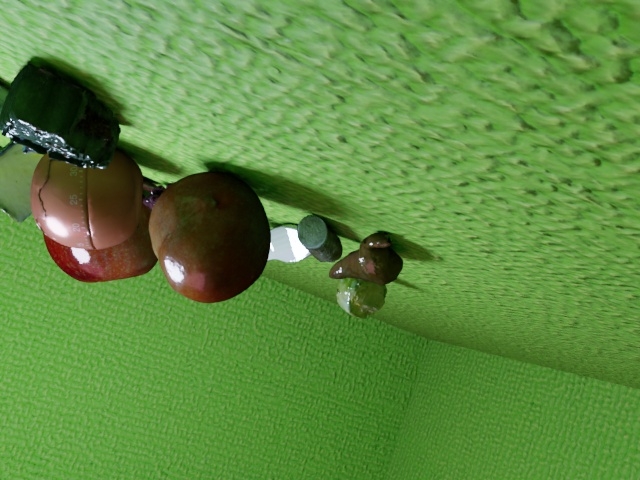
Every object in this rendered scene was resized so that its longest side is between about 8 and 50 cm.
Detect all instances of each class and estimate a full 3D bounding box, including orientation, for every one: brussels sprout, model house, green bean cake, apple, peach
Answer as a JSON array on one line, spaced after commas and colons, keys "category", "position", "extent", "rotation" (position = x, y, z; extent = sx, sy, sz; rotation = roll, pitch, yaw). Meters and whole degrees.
[{"category": "brussels sprout", "position": [0.109, 0.142, 1.862], "extent": [0.122, 0.149, 0.151], "rotation": [33, 147, 55]}, {"category": "model house", "position": [-0.799, -0.188, 1.666], "extent": [0.211, 0.194, 0.170], "rotation": [27, 166, 46]}, {"category": "green bean cake", "position": [-0.402, -0.187, 1.033], "extent": [0.193, 0.107, 0.208], "rotation": [26, 168, -30]}, {"category": "apple", "position": [-0.641, -0.014, 1.927], "extent": [0.349, 0.277, 0.348], "rotation": [-10, -179, 0]}, {"category": "peach", "position": [-0.209, -0.012, 1.245], "extent": [0.252, 0.252, 0.252], "rotation": [19, 172, 3]}]

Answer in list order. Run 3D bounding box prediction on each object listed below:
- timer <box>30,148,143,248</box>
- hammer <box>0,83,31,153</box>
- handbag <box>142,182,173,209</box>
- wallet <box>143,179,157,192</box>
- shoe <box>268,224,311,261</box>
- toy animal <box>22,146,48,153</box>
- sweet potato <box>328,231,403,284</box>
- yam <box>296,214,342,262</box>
[{"category": "timer", "position": [-0.494, -0.095, 1.380], "extent": [0.215, 0.229, 0.229], "rotation": [5, 175, -13]}, {"category": "hammer", "position": [-0.548, -0.213, 1.142], "extent": [0.194, 0.069, 0.116], "rotation": [41, 179, 21]}, {"category": "handbag", "position": [-0.320, -0.053, 1.612], "extent": [0.203, 0.074, 0.216], "rotation": [5, 140, 48]}, {"category": "wallet", "position": [-0.547, -0.180, 1.642], "extent": [0.255, 0.031, 0.137], "rotation": [25, 170, -33]}, {"category": "shoe", "position": [-0.086, 0.001, 1.629], "extent": [0.265, 0.095, 0.110], "rotation": [-9, -169, 42]}, {"category": "toy animal", "position": [-0.581, -0.224, 1.340], "extent": [0.079, 0.070, 0.253], "rotation": [5, 174, -21]}, {"category": "sweet potato", "position": [0.114, 0.049, 1.396], "extent": [0.124, 0.098, 0.310], "rotation": [15, 167, -10]}, {"category": "yam", "position": [0.000, 0.000, 1.416], "extent": [0.078, 0.078, 0.179], "rotation": [17, 170, 15]}]
